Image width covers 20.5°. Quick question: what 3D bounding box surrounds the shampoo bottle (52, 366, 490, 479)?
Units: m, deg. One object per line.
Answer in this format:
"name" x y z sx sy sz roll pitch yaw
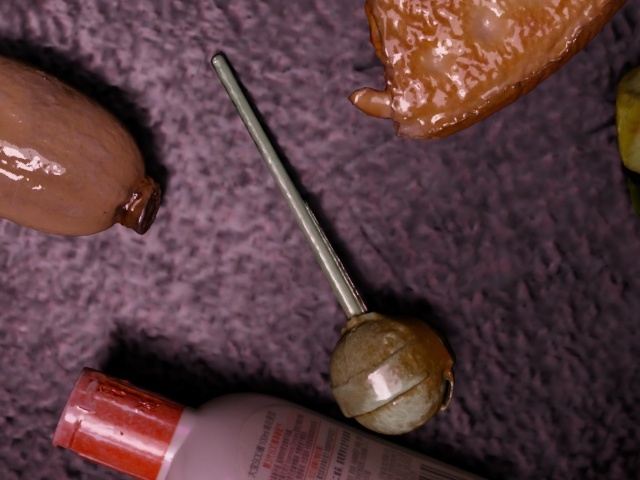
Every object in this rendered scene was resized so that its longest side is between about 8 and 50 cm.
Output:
"shampoo bottle" -0.016 0.118 0.832 0.221 0.108 0.051 21 123 -1

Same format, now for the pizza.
"pizza" 0.051 -0.160 0.795 0.188 0.062 0.199 -42 91 -3

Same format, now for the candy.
"candy" 0.000 0.000 0.840 0.061 0.061 0.202 -29 91 8

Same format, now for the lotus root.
"lotus root" -0.143 -0.047 0.823 0.150 0.062 0.073 25 102 -4

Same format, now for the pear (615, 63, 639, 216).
"pear" 0.246 0.013 0.725 0.164 0.255 0.238 -32 104 7
